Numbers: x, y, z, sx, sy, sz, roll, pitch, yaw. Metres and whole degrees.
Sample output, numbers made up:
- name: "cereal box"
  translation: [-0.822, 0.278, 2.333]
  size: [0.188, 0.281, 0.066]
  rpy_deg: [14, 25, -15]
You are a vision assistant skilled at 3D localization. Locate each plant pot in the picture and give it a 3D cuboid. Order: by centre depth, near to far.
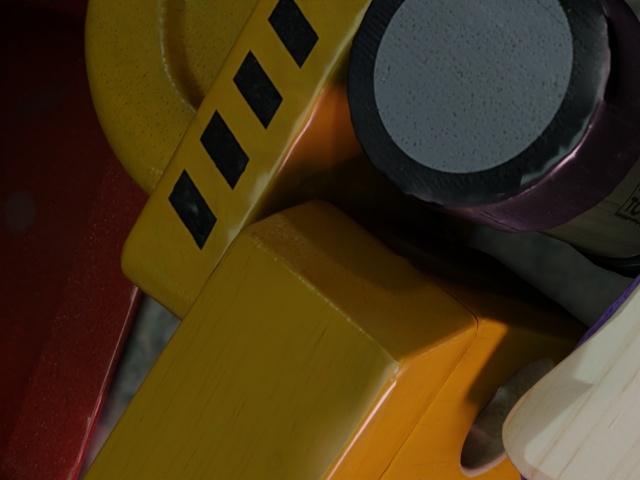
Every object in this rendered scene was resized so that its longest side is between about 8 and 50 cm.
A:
- name: "plant pot"
  translation: [-0.243, -0.029, 0.720]
  size: [0.236, 0.267, 0.267]
  rpy_deg: [26, 101, 31]

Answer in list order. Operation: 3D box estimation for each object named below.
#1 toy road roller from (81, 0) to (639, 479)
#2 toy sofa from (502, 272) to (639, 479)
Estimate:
- name: "toy road roller"
  translation: [0.000, 0.000, 0.651]
  size: [0.241, 0.202, 0.329]
  rpy_deg: [36, 100, 30]
- name: "toy sofa"
  translation: [0.236, -0.011, 0.566]
  size: [0.177, 0.150, 0.362]
  rpy_deg: [36, 100, 17]
